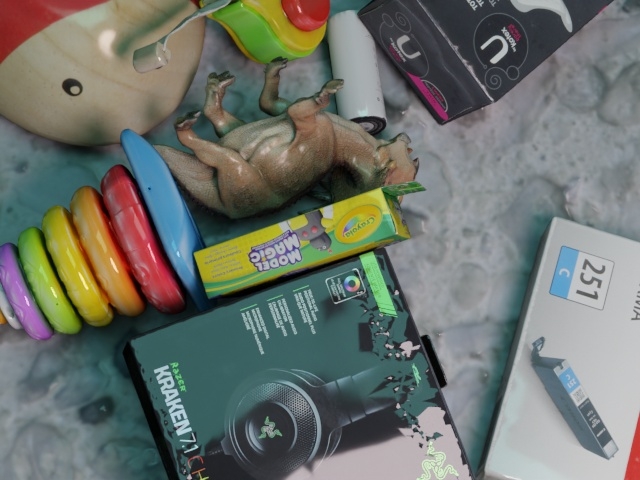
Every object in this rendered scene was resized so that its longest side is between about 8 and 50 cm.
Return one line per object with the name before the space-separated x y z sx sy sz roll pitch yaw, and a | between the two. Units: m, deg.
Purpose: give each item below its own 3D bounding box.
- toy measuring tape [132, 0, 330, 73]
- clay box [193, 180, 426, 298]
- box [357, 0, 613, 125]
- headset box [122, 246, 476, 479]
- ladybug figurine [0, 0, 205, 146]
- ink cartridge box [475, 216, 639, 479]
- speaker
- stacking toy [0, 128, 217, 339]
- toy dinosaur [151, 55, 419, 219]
toy measuring tape | -0.077 -0.221 1.492 0.121 0.121 0.330 34 42 7
clay box | 0.000 0.000 1.357 0.222 0.127 0.053 -18 86 9
box | 0.204 -0.278 1.539 0.270 0.143 0.165 -41 99 -20
headset box | -0.016 0.167 1.343 0.283 0.131 0.246 -19 84 -13
ladybug figurine | -0.294 -0.318 1.512 0.305 0.162 0.449 -26 73 -15
ink cartridge box | 0.324 0.150 1.446 0.261 0.066 0.296 18 68 2
speaker | 0.040 -0.187 1.554 0.055 0.055 0.136 -4 69 -8
stacking toy | -0.266 0.039 1.393 0.301 0.166 0.175 -25 63 -3
toy dinosaur | -0.046 -0.074 1.461 0.295 0.200 0.127 -14 29 4
